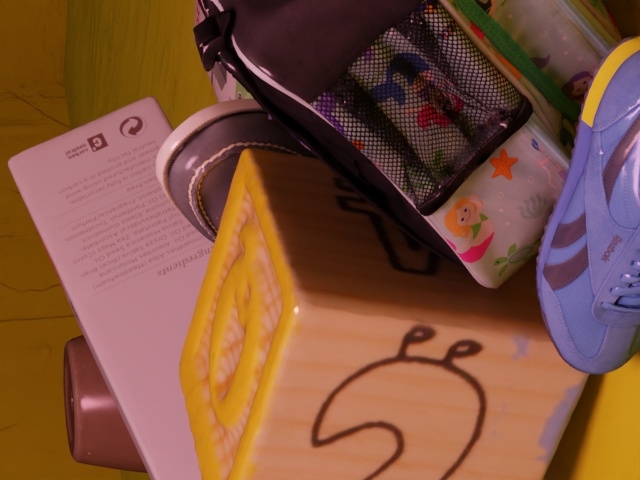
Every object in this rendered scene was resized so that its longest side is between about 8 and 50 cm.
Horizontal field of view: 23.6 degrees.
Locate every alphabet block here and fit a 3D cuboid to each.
[{"bbox_3d":[0.034,0.074,0.987,0.193,0.197,0.192,-114,36,-57],"label":"alphabet block"}]

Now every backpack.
[{"bbox_3d":[0.063,-0.104,0.879,0.253,0.191,0.225,48,-172,-35],"label":"backpack"}]

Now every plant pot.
[{"bbox_3d":[-0.193,0.184,1.871,0.263,0.229,0.263,177,90,-76],"label":"plant pot"}]

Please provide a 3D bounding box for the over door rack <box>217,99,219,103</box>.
[{"bbox_3d":[-0.113,-0.120,1.735,0.239,0.108,0.324,-123,33,-60],"label":"over door rack"}]

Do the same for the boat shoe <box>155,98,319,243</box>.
[{"bbox_3d":[0.000,0.000,1.116,0.099,0.116,0.319,54,-171,35],"label":"boat shoe"}]

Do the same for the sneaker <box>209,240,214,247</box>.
[{"bbox_3d":[-0.003,-0.046,1.290,0.240,0.126,0.091,-22,91,55],"label":"sneaker"}]

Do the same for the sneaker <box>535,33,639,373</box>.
[{"bbox_3d":[0.165,-0.001,0.798,0.082,0.069,0.209,-119,29,-50],"label":"sneaker"}]

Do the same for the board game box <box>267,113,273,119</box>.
[{"bbox_3d":[0.023,-0.195,1.097,0.042,0.165,0.243,108,153,-54],"label":"board game box"}]

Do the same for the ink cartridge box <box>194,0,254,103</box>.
[{"bbox_3d":[-0.036,-0.213,1.407,0.273,0.115,0.198,-115,26,-54],"label":"ink cartridge box"}]

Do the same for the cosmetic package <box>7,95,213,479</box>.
[{"bbox_3d":[-0.121,0.111,1.435,0.453,0.161,0.230,58,168,34],"label":"cosmetic package"}]
